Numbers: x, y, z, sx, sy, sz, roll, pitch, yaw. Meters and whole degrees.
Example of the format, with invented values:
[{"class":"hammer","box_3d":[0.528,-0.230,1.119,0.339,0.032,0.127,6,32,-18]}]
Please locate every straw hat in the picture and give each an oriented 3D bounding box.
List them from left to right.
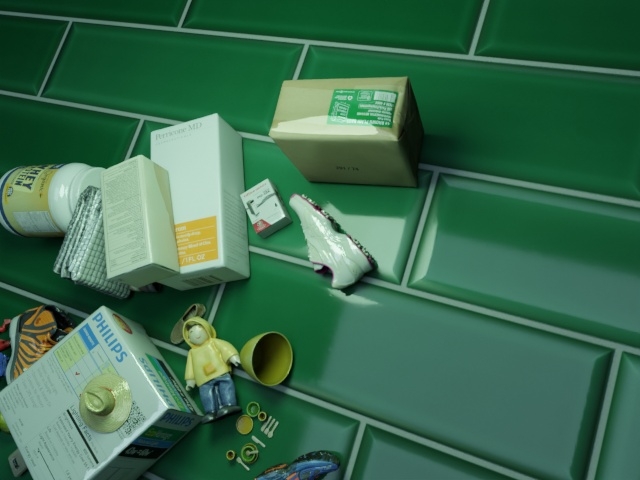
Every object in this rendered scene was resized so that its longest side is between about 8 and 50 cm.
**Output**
[{"class":"straw hat","box_3d":[-0.519,0.377,1.310,0.144,0.061,0.144,-4,69,11]}]

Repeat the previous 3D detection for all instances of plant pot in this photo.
[{"class":"plant pot","box_3d":[-0.153,0.300,1.436,0.095,0.134,0.134,-6,70,46]}]

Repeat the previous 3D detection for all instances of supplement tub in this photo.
[{"class":"supplement tub","box_3d":[-0.801,-0.122,1.723,0.316,0.228,0.228,-1,74,19]}]

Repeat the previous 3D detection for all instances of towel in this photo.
[{"class":"towel","box_3d":[-0.618,0.008,1.618,0.121,0.235,0.283,10,77,25]}]

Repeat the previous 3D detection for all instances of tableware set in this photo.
[{"class":"tableware set","box_3d":[-0.185,0.500,1.434,0.104,0.024,0.154,32,87,25]}]

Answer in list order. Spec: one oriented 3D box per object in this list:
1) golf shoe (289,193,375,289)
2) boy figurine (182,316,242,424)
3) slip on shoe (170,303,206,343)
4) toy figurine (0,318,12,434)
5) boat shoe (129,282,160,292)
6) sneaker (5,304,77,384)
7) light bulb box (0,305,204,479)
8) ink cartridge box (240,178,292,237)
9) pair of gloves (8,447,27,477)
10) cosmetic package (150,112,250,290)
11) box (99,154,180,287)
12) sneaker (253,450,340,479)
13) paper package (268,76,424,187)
[{"class":"golf shoe","box_3d":[0.000,0.000,1.471,0.140,0.115,0.306,-47,64,5]},{"class":"boy figurine","box_3d":[-0.288,0.331,1.486,0.177,0.092,0.285,-23,71,15]},{"class":"slip on shoe","box_3d":[-0.379,0.232,1.571,0.135,0.041,0.051,-47,65,2]},{"class":"toy figurine","box_3d":[-1.010,0.404,1.648,0.191,0.217,0.362,-17,69,14]},{"class":"boat shoe","box_3d":[-0.490,0.015,1.621,0.092,0.103,0.285,11,98,10]},{"class":"sneaker","box_3d":[-0.816,0.334,1.650,0.180,0.124,0.321,-24,68,12]},{"class":"light bulb box","box_3d":[-0.568,0.436,1.455,0.361,0.225,0.358,-41,65,-5]},{"class":"ink cartridge box","box_3d":[-0.155,-0.091,1.579,0.099,0.056,0.135,-31,67,10]},{"class":"pair of gloves","box_3d":[-0.781,0.638,1.593,0.240,0.042,0.204,40,96,30]},{"class":"cosmetic package","box_3d":[-0.346,-0.106,1.594,0.230,0.161,0.453,-12,70,16]},{"class":"box","box_3d":[-0.477,-0.048,1.470,0.148,0.121,0.311,-17,69,17]},{"class":"sneaker","box_3d":[-0.049,0.571,1.345,0.221,0.083,0.087,-25,81,17]},{"class":"paper package","box_3d":[0.078,-0.265,1.411,0.325,0.309,0.168,6,77,20]}]
